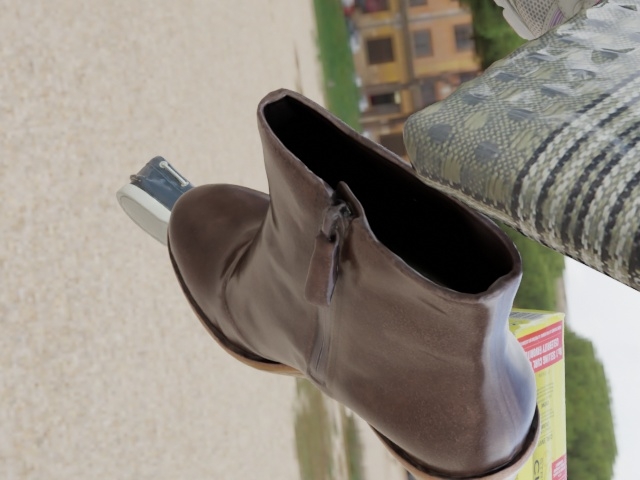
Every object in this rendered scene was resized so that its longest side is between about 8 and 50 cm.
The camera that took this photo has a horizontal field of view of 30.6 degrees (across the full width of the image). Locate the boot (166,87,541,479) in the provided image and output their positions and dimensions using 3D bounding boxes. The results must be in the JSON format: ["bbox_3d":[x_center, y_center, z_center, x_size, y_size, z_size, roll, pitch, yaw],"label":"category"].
[{"bbox_3d":[0.000,0.000,0.516,0.248,0.090,0.207,40,-21,31],"label":"boot"}]

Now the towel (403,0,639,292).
[{"bbox_3d":[0.239,-0.028,0.360,0.312,0.324,0.056,26,-47,37],"label":"towel"}]

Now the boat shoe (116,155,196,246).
[{"bbox_3d":[-0.107,-0.001,1.295,0.079,0.254,0.095,-50,164,-22],"label":"boat shoe"}]

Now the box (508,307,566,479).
[{"bbox_3d":[0.141,0.171,0.862,0.087,0.058,0.232,-10,99,-53],"label":"box"}]

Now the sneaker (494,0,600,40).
[{"bbox_3d":[0.184,-0.103,0.585,0.252,0.103,0.111,42,3,-4],"label":"sneaker"}]
